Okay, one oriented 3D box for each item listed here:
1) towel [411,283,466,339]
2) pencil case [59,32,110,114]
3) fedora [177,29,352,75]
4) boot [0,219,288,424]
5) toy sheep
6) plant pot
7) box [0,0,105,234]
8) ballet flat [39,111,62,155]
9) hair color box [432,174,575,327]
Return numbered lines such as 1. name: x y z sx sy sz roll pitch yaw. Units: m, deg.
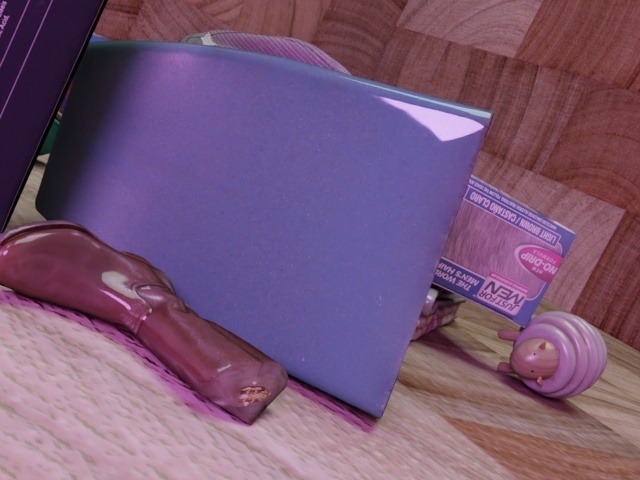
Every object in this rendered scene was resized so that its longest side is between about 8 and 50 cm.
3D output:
1. towel: 0.000 0.000 0.867 0.316 0.053 0.332 28 6 14
2. pencil case: -0.259 -0.180 0.938 0.306 0.120 0.133 30 24 22
3. fedora: -0.057 -0.096 0.672 0.243 0.124 0.275 -15 39 -32
4. boot: -0.076 0.037 0.351 0.114 0.037 0.106 36 13 32
5. toy sheep: 0.226 0.108 0.768 0.132 0.091 0.091 -5 27 -42
6. plant pot: -0.036 -0.027 0.498 0.234 0.166 0.165 20 5 9
7. box: -0.188 -0.153 0.381 0.184 0.261 0.103 25 7 -21
8. ballet flat: -0.249 -0.101 0.599 0.052 0.057 0.168 57 12 9
9. hair color box: 0.086 -0.042 0.856 0.173 0.105 0.347 24 7 -26
